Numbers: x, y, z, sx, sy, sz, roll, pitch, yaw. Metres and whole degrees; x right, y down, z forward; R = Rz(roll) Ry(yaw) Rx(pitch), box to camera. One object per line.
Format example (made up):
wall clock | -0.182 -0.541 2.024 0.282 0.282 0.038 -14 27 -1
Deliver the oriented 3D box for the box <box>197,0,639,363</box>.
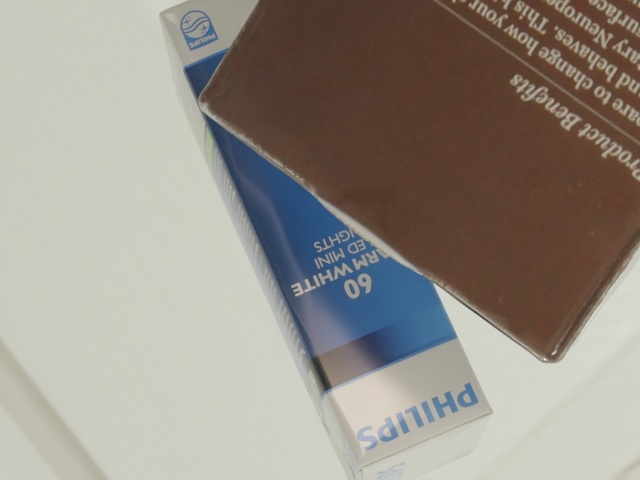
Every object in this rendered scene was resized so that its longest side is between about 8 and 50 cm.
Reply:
box | 0.136 -0.161 0.810 0.381 0.191 0.143 -56 170 21

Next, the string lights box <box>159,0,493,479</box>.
string lights box | 0.000 0.000 1.057 0.077 0.259 0.133 -23 167 -6
